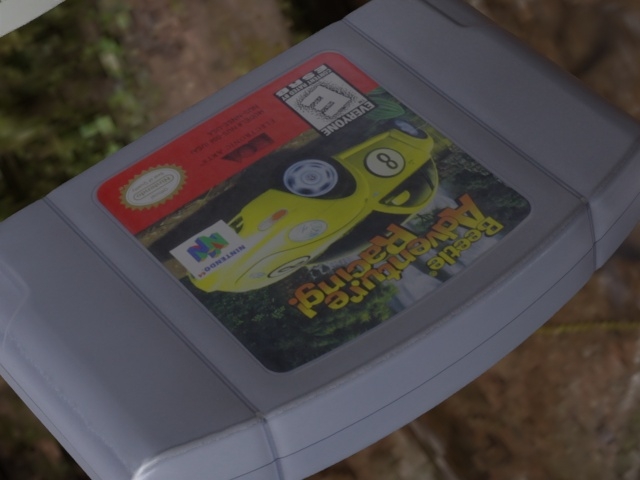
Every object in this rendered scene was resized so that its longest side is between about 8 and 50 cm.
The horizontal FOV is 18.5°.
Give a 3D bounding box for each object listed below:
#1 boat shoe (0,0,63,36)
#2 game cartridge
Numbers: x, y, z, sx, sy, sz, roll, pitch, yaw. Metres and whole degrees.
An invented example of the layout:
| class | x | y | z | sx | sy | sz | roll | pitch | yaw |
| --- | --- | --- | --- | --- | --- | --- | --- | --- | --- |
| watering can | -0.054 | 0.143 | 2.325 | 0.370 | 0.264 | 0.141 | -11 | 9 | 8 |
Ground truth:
| class | x | y | z | sx | sy | sz | roll | pitch | yaw |
| --- | --- | --- | --- | --- | --- | --- | --- | --- | --- |
| boat shoe | -0.148 | -0.098 | 0.609 | 0.091 | 0.305 | 0.109 | 59 | 168 | -30 |
| game cartridge | 0.000 | 0.000 | 0.880 | 0.196 | 0.294 | 0.060 | 42 | 156 | 36 |
